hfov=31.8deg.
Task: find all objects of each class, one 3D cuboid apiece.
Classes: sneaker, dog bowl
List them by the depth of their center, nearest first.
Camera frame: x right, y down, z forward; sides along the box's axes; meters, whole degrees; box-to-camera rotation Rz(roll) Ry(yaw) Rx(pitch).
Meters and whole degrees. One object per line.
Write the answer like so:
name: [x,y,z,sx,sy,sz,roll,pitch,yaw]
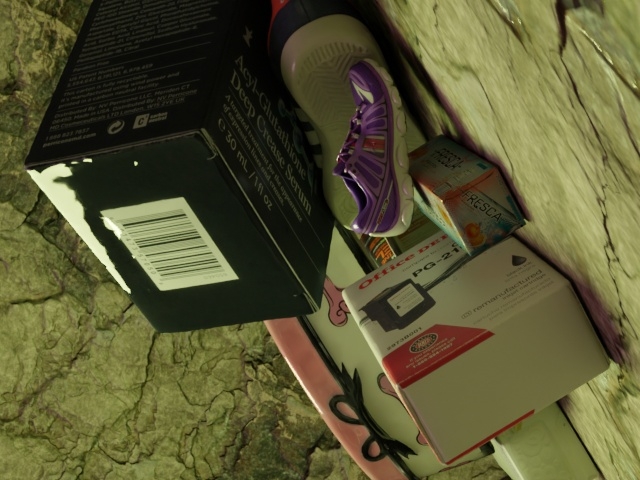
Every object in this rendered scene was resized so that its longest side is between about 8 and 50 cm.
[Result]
sneaker: [0.044,-0.087,1.043,0.068,0.071,0.169,123,140,-77]
sneaker: [0.030,-0.149,1.221,0.350,0.131,0.148,70,178,-54]
dog bowl: [0.053,0.138,1.455,0.408,0.150,0.408,56,-177,-4]

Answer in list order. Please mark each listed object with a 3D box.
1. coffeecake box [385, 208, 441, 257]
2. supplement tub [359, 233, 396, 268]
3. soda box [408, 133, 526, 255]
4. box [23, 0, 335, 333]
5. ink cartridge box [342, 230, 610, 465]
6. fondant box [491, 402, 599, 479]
coffeecake box: [0.133,-0.006,1.610,0.185,0.068,0.142,59,179,-24]
supplement tub: [0.144,0.051,1.786,0.198,0.106,0.106,57,178,46]
soda box: [0.125,-0.046,1.036,0.063,0.058,0.183,60,180,-17]
box: [-0.121,-0.142,1.280,0.293,0.212,0.395,59,-150,-43]
ink cartridge box: [0.134,0.079,1.050,0.100,0.172,0.237,60,179,-20]
fondant box: [0.260,0.227,1.601,0.238,0.096,0.330,59,178,1]
